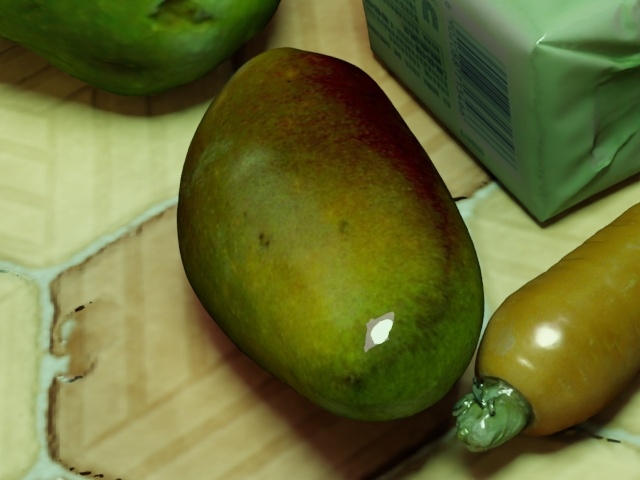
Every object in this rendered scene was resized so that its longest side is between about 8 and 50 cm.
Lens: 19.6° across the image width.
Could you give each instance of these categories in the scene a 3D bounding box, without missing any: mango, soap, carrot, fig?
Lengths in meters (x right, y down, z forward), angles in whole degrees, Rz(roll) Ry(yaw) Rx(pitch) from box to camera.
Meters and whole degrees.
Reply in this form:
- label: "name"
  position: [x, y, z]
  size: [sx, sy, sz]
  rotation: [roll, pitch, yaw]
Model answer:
- label: "mango"
  position: [0.000, 0.000, 0.900]
  size: [0.133, 0.111, 0.267]
  rotation: [-12, 38, -9]
- label: "soap"
  position: [0.138, -0.139, 0.996]
  size: [0.182, 0.138, 0.199]
  rotation: [-27, 47, -14]
- label: "carrot"
  position: [0.175, -0.003, 0.909]
  size: [0.069, 0.069, 0.336]
  rotation: [29, 54, 33]
- label: "fig"
  position: [-0.157, -0.179, 1.073]
  size: [0.275, 0.206, 0.206]
  rotation: [-6, 40, 35]
